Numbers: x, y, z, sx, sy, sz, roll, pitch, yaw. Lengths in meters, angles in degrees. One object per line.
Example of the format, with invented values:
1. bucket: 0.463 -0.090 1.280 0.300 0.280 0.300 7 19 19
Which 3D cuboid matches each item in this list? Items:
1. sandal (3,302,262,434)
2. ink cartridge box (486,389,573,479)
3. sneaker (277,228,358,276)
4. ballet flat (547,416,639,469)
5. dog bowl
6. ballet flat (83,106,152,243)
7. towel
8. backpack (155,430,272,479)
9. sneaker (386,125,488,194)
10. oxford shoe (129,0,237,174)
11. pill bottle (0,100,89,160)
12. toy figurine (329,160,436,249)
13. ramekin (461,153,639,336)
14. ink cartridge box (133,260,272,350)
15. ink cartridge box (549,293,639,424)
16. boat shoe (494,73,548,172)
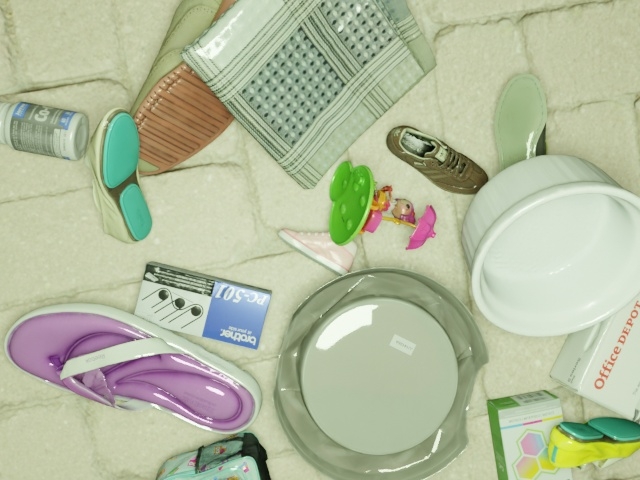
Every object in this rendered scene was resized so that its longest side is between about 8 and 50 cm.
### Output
1. sandal: -0.292 0.208 0.962 0.416 0.102 0.169 15 110 -5
2. ink cartridge box: 0.356 0.368 1.045 0.109 0.062 0.209 -9 93 -4
3. sneaker: 0.000 0.000 1.022 0.134 0.051 0.070 30 83 -3
4. ballet flat: 0.450 0.337 1.016 0.231 0.077 0.077 9 101 -35
5. dog bowl: 0.093 0.213 1.006 0.348 0.102 0.349 0 92 -4
6. ballet flat: -0.316 -0.096 0.934 0.086 0.086 0.248 2 132 -4
7. towel: 0.006 -0.277 0.937 0.324 0.056 0.312 -45 125 -2
8. backpack: -0.174 0.413 0.974 0.188 0.144 0.166 -13 106 6
9. sneaker: 0.194 -0.129 1.017 0.188 0.071 0.066 25 90 -3
10. oxford shoe: -0.193 -0.280 0.982 0.397 0.140 0.146 -49 53 8
11. pill bottle: -0.445 -0.175 0.974 0.137 0.078 0.078 10 91 -4
12. toy figurine: 0.108 -0.046 0.999 0.159 0.173 0.130 17 118 -23
13. ramekin: 0.351 0.004 0.948 0.277 0.135 0.277 -2 125 -3
14. ink cartridge box: -0.191 0.106 1.013 0.207 0.046 0.097 15 92 -4
15. ink cartridge box: 0.557 0.208 1.026 0.273 0.115 0.198 26 89 -4
16. boat shoe: 0.335 -0.158 1.030 0.081 0.068 0.228 2 90 25
